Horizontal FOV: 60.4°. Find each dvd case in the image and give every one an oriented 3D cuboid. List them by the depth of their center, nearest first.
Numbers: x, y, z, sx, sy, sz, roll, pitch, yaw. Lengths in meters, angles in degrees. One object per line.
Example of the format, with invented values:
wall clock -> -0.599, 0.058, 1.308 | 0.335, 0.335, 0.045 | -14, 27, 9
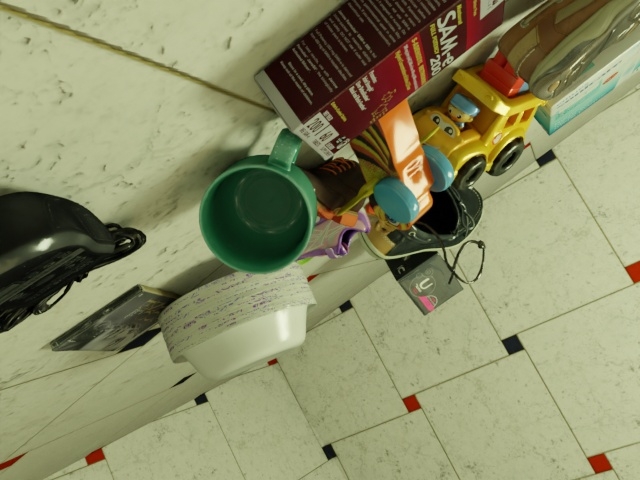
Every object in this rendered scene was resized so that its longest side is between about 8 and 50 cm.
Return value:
dvd case -> -0.328, 0.138, 0.934 | 0.165, 0.018, 0.221 | -34, 169, -2

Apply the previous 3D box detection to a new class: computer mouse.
computer mouse -> -0.268, 0.013, 0.496 | 0.189, 0.072, 0.272 | -34, -179, -12

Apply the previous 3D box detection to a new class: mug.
mug -> -0.058, -0.044, 0.652 | 0.158, 0.129, 0.097 | -32, -167, 15

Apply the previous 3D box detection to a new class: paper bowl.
paper bowl -> -0.142, 0.159, 1.021 | 0.284, 0.148, 0.284 | -22, 168, -5

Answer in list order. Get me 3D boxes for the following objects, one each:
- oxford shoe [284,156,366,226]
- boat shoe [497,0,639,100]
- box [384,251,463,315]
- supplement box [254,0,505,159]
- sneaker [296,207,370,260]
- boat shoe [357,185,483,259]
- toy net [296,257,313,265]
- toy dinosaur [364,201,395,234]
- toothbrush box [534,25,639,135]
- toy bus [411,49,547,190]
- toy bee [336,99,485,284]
oxford shoe -> 0.006, -0.088, 0.823 | 0.098, 0.097, 0.271 | -62, 163, 6
boat shoe -> 0.375, -0.328, 0.754 | 0.324, 0.116, 0.123 | -39, 162, -17
box -> 0.282, 0.064, 1.633 | 0.143, 0.165, 0.270 | -36, -152, 9
supplement box -> 0.065, -0.191, 0.550 | 0.239, 0.073, 0.130 | -37, 168, 10
sneaker -> 0.000, 0.000, 1.067 | 0.236, 0.104, 0.095 | -36, 170, 15
boat shoe -> 0.304, -0.072, 1.430 | 0.500, 0.186, 0.156 | -15, 164, -44
toy net -> -0.096, 0.074, 1.246 | 0.122, 0.045, 0.232 | -27, 167, -32
toy dinosaur -> 0.115, -0.057, 1.216 | 0.211, 0.112, 0.064 | -42, -179, 9
toothbrush box -> 0.469, -0.324, 0.991 | 0.216, 0.126, 0.295 | -38, 167, 17
toy bus -> 0.252, -0.207, 0.864 | 0.220, 0.149, 0.211 | -23, 151, -34
toy bee -> 0.101, -0.070, 0.793 | 0.195, 0.298, 0.162 | -21, -161, -28
